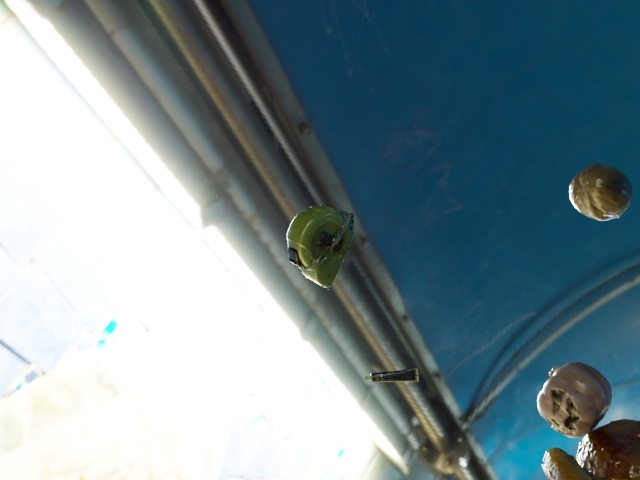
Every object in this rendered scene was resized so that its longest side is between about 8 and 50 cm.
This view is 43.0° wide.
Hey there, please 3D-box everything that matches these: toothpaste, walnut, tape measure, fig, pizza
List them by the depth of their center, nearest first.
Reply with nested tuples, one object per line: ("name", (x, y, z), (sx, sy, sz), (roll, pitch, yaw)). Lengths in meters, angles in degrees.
("pizza", (0.586, 0.567, 1.555), (0.409, 0.114, 0.278), (50, 0, 42))
("tape measure", (0.000, 0.000, 1.790), (0.154, 0.177, 0.087), (29, -5, -38))
("fig", (0.760, 0.623, 1.919), (0.286, 0.286, 0.369), (4, -78, 59))
("walnut", (0.678, -0.115, 1.959), (0.162, 0.140, 0.140), (1, 12, -45))
("toothpaste", (0.182, 0.350, 2.084), (0.140, 0.037, 0.021), (-5, 10, 9))

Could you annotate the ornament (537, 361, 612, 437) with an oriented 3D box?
("ornament", (0.605, 0.377, 1.955), (0.177, 0.177, 0.177), (31, -17, 11))
